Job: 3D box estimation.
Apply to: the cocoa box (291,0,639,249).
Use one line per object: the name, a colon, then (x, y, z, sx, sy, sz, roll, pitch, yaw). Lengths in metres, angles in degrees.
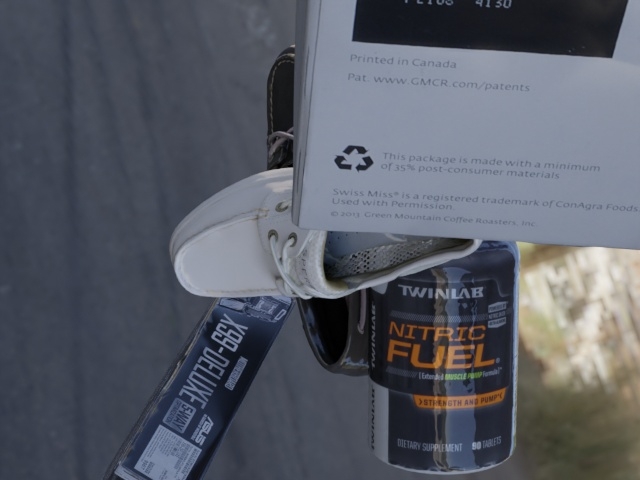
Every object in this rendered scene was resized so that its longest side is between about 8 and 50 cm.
cocoa box: (0.163, -0.150, 0.885, 0.231, 0.347, 0.228, 97, -5, -49)

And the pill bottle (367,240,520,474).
pill bottle: (0.105, 0.065, 1.520, 0.130, 0.130, 0.245, -56, 146, -74)

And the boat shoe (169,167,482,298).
boat shoe: (0.000, 0.000, 1.394, 0.096, 0.277, 0.098, -76, 145, -54)

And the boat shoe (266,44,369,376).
boat shoe: (0.005, -0.033, 1.693, 0.095, 0.112, 0.335, -8, 77, -43)

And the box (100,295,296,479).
box: (-0.151, 0.203, 1.734, 0.076, 0.242, 0.307, 31, 40, -3)
